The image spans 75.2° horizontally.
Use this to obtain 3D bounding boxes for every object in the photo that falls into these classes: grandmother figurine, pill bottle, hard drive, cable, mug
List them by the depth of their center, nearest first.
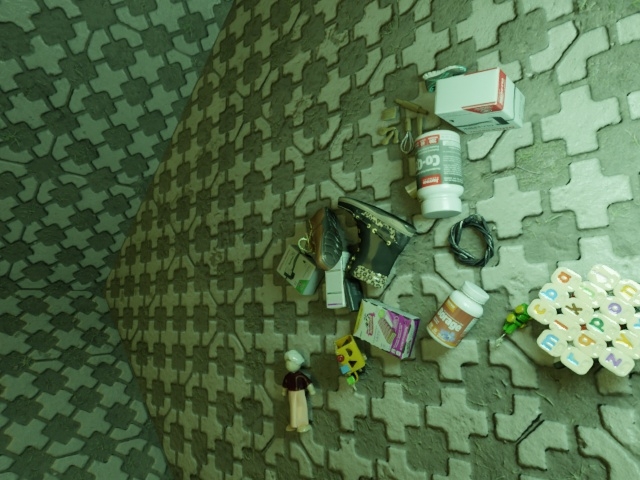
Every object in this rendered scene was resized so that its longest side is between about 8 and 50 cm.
[{"bbox_3d":[0.465,0.248,1.404,0.121,0.121,0.216,43,112,36],"label":"pill bottle"},{"bbox_3d":[0.520,0.009,1.438,0.151,0.047,0.184,-28,67,35],"label":"cable"},{"bbox_3d":[0.421,-0.230,1.480,0.161,0.161,0.283,-9,78,40],"label":"pill bottle"},{"bbox_3d":[0.373,-0.196,1.597,0.064,0.078,0.062,-39,28,21],"label":"mug"},{"bbox_3d":[0.142,0.224,1.703,0.022,0.094,0.135,-25,68,35],"label":"hard drive"},{"bbox_3d":[-0.107,0.665,1.858,0.208,0.104,0.342,-14,78,30],"label":"grandmother figurine"}]

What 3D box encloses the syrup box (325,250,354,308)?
[{"bbox_3d":[0.083,0.167,1.762,0.096,0.093,0.236,-10,78,39],"label":"syrup box"}]

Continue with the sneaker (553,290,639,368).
[{"bbox_3d":[0.743,0.238,1.189,0.270,0.090,0.145,-48,56,21],"label":"sneaker"}]

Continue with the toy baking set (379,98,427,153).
[{"bbox_3d":[0.343,-0.456,1.672,0.256,0.030,0.196,34,109,39],"label":"toy baking set"}]

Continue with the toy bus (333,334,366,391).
[{"bbox_3d":[0.131,0.480,1.666,0.104,0.202,0.190,-28,56,0],"label":"toy bus"}]

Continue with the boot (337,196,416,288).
[{"bbox_3d":[0.176,-0.002,1.685,0.377,0.138,0.284,29,103,34],"label":"boot"}]

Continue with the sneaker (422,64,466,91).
[{"bbox_3d":[0.470,-0.608,1.569,0.167,0.065,0.076,-1,100,44],"label":"sneaker"}]

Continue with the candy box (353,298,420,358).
[{"bbox_3d":[0.251,0.336,1.610,0.234,0.071,0.159,17,96,41],"label":"candy box"}]

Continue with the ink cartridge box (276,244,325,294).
[{"bbox_3d":[-0.090,0.133,1.921,0.208,0.087,0.153,37,107,38],"label":"ink cartridge box"}]

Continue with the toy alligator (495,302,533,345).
[{"bbox_3d":[0.615,0.256,1.324,0.189,0.056,0.051,-56,12,22],"label":"toy alligator"}]

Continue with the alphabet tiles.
[{"bbox_3d":[0.733,0.213,1.131,0.278,0.021,0.284,39,104,34],"label":"alphabet tiles"}]

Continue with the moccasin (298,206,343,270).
[{"bbox_3d":[-0.002,-0.002,1.732,0.147,0.139,0.380,-35,34,18],"label":"moccasin"}]

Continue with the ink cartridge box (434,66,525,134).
[{"bbox_3d":[0.522,-0.441,1.352,0.197,0.273,0.114,4,90,41],"label":"ink cartridge box"}]

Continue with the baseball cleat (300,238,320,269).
[{"bbox_3d":[-0.032,0.059,1.857,0.110,0.072,0.205,-19,42,12],"label":"baseball cleat"}]
